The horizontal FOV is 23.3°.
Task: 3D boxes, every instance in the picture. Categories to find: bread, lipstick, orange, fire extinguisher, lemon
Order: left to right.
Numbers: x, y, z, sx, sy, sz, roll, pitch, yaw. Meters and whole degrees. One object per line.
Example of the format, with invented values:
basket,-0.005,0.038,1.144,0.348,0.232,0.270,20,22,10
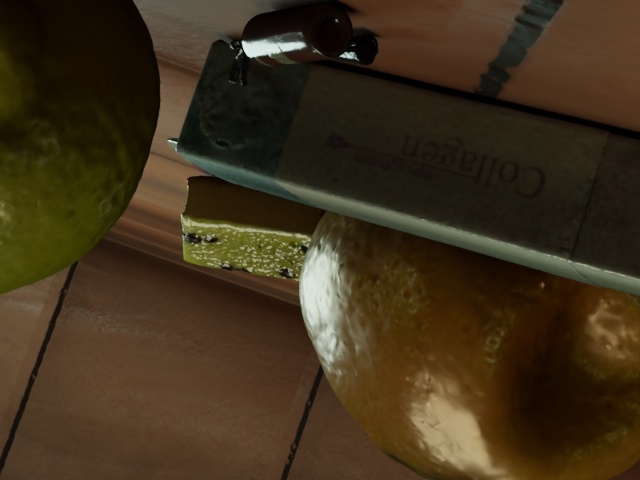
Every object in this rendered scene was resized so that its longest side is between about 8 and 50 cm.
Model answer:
lemon,-0.167,-0.064,0.688,0.184,0.184,0.248,21,174,-18
fire extinguisher,-0.007,-0.090,0.698,0.046,0.032,0.100,-16,-170,-23
bread,0.000,0.000,1.256,0.226,0.049,0.088,9,151,0
lipstick,0.083,-0.028,0.754,0.317,0.066,0.068,16,174,27
orange,0.102,0.055,0.908,0.249,0.183,0.249,18,173,2

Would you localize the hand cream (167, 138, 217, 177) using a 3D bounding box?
hand cream,-0.027,-0.027,1.318,0.234,0.050,0.080,31,173,-36
